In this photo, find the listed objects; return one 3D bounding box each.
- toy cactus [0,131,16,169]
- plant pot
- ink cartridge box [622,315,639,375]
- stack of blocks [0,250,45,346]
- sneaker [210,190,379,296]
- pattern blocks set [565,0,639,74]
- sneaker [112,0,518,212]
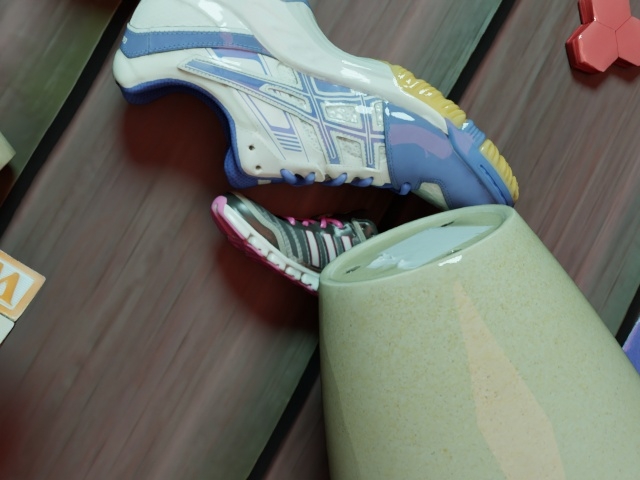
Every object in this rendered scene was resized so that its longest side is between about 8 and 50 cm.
[{"bbox_3d":[-0.263,-0.110,0.437,0.180,0.112,0.219,48,70,-23],"label":"toy cactus"},{"bbox_3d":[0.107,0.125,0.466,0.257,0.256,0.273,-23,100,-15],"label":"plant pot"},{"bbox_3d":[0.369,0.235,0.657,0.307,0.072,0.303,34,83,-18],"label":"ink cartridge box"},{"bbox_3d":[-0.328,0.017,0.379,0.297,0.087,0.171,35,116,-15],"label":"stack of blocks"},{"bbox_3d":[0.000,0.000,0.535,0.170,0.063,0.074,31,84,-21],"label":"sneaker"},{"bbox_3d":[0.380,-0.255,0.659,0.286,0.026,0.324,23,85,-17],"label":"pattern blocks set"},{"bbox_3d":[-0.004,-0.077,0.514,0.297,0.112,0.131,33,87,-6],"label":"sneaker"}]
